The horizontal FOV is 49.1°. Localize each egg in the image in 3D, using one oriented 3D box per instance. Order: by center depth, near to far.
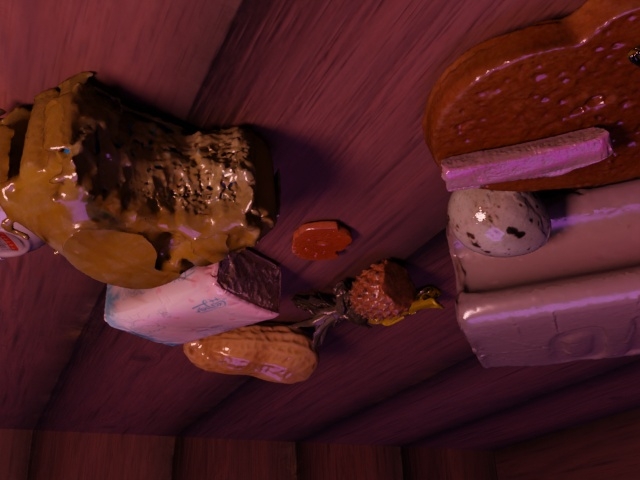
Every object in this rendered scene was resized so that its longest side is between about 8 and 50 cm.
[{"bbox_3d":[0.270,-0.038,1.043,0.164,0.131,0.131,14,150,-11],"label":"egg"}]

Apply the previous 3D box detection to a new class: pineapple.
[{"bbox_3d":[0.052,0.126,1.373,0.130,0.119,0.277,-4,163,-43],"label":"pineapple"}]

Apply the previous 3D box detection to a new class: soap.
[{"bbox_3d":[0.459,0.070,1.198,0.435,0.213,0.350,-10,153,15],"label":"soap"}]

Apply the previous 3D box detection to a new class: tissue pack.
[{"bbox_3d":[-0.232,0.099,1.282,0.271,0.124,0.201,-19,152,27],"label":"tissue pack"}]

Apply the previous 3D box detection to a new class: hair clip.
[{"bbox_3d":[0.174,0.142,1.487,0.173,0.046,0.072,-25,143,34],"label":"hair clip"}]

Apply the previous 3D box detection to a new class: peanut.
[{"bbox_3d":[-0.152,0.247,1.568,0.305,0.147,0.147,9,151,-20],"label":"peanut"}]

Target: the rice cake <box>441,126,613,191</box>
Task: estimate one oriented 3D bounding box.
[{"bbox_3d":[0.252,-0.101,0.865,0.206,0.036,0.047,-10,146,12],"label":"rice cake"}]

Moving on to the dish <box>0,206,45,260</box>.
[{"bbox_3d":[-0.488,-0.025,1.053,0.229,0.081,0.229,-3,153,-1],"label":"dish"}]

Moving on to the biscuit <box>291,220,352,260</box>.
[{"bbox_3d":[0.000,0.000,1.217,0.102,0.019,0.130,4,153,-13],"label":"biscuit"}]

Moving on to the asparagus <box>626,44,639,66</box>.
[{"bbox_3d":[0.422,-0.169,0.782,0.232,0.023,0.022,15,-170,-31],"label":"asparagus"}]

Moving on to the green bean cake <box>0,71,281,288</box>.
[{"bbox_3d":[-0.225,-0.062,0.876,0.285,0.202,0.310,-20,149,26],"label":"green bean cake"}]

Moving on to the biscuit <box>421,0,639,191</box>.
[{"bbox_3d":[0.326,-0.178,0.846,0.394,0.070,0.350,-2,151,-3],"label":"biscuit"}]
